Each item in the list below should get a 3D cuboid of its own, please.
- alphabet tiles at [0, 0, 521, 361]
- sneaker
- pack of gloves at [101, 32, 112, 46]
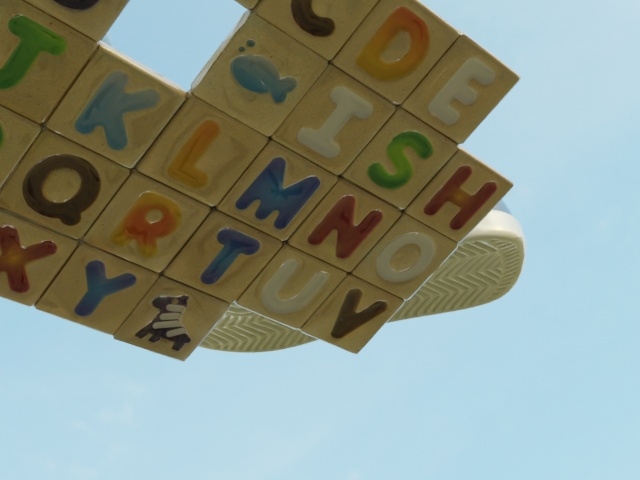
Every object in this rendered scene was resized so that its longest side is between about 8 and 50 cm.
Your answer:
[{"bbox_3d":[-0.034,-0.028,0.389,0.237,0.009,0.198,27,-66,-34],"label":"alphabet tiles"},{"bbox_3d":[0.000,0.000,0.858,0.350,0.148,0.131,-5,-47,-6],"label":"sneaker"},{"bbox_3d":[-0.166,-0.129,0.513,0.046,0.232,0.195,-30,-96,-14],"label":"pack of gloves"}]
